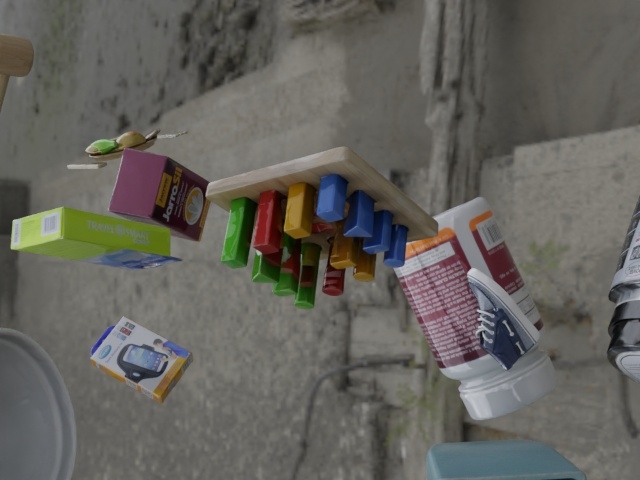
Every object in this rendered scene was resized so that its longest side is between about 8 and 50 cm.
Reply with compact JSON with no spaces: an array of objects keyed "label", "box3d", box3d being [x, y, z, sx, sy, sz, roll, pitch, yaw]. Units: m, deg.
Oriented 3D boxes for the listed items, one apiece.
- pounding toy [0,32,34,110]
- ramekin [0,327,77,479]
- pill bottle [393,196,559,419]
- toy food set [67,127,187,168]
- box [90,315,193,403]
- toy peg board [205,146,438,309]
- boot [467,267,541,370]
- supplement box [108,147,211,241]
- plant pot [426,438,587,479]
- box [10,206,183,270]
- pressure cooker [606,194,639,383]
[{"label":"pounding toy","box3d":[-0.342,-0.135,0.842,0.206,0.094,0.181,-23,68,38]},{"label":"ramekin","box3d":[-0.368,0.207,1.056,0.109,0.207,0.207,-18,65,18]},{"label":"pill bottle","box3d":[0.300,0.133,1.911,0.224,0.224,0.392,-26,88,61]},{"label":"toy food set","box3d":[-0.344,-0.173,1.709,0.132,0.192,0.038,3,114,46]},{"label":"box","box3d":[-0.260,0.165,1.392,0.081,0.136,0.028,-56,-15,-31]},{"label":"toy peg board","box3d":[0.000,0.000,0.905,0.161,0.161,0.079,-11,60,35]},{"label":"boot","box3d":[0.292,0.136,1.654,0.086,0.190,0.069,-47,21,-7]},{"label":"supplement box","box3d":[-0.252,-0.070,1.577,0.188,0.081,0.104,33,-110,-69]},{"label":"plant pot","box3d":[0.292,0.462,1.684,0.252,0.248,0.247,-111,19,-76]},{"label":"box","box3d":[-0.268,0.001,1.188,0.109,0.178,0.042,-10,74,40]},{"label":"pressure cooker","box3d":[0.575,0.089,1.248,0.375,0.370,0.420,14,76,37]}]
